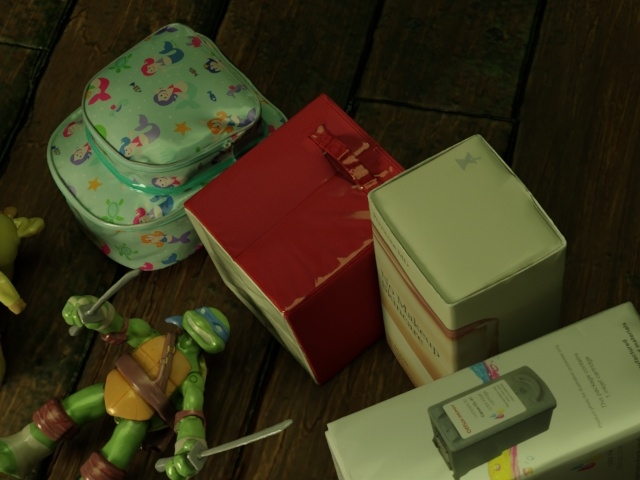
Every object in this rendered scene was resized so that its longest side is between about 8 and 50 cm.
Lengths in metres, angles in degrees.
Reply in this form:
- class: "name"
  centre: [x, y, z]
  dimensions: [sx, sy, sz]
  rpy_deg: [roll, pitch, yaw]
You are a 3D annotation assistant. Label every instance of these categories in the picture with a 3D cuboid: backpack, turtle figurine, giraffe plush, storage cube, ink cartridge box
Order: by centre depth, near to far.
- class: "ink cartridge box"
  centre: [0.178, 0.211, 1.346]
  dimensions: [0.306, 0.226, 0.131]
  rpy_deg: [-23, 57, -5]
- class: "turtle figurine"
  centre: [-0.206, 0.161, 1.426]
  dimensions: [0.266, 0.198, 0.274]
  rpy_deg: [-45, 19, 0]
- class: "storage cube"
  centre: [0.000, 0.000, 1.514]
  dimensions: [0.193, 0.215, 0.183]
  rpy_deg: [-39, 62, -9]
- class: "giraffe plush"
  centre: [-0.394, 0.035, 1.581]
  dimensions: [0.181, 0.210, 0.170]
  rpy_deg: [27, 35, -11]
- class: "backpack"
  centre: [-0.175, -0.101, 1.621]
  dimensions: [0.253, 0.191, 0.225]
  rpy_deg: [-37, 61, -9]

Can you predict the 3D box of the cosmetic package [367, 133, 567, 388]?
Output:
- class: "cosmetic package"
  centre: [0.143, 0.055, 1.404]
  dimensions: [0.129, 0.296, 0.153]
  rpy_deg: [-27, 58, -11]
